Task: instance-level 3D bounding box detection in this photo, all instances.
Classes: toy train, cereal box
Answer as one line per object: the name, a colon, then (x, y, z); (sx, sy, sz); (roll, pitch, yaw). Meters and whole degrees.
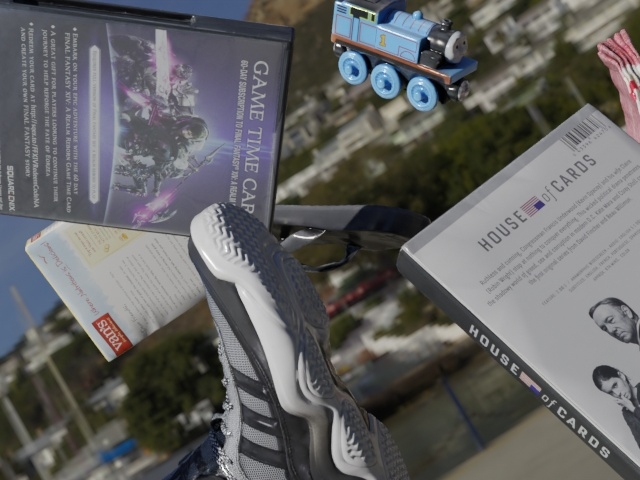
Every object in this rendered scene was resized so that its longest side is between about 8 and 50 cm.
toy train: (0.094, -0.221, 1.575); (0.080, 0.184, 0.105); (-34, -41, -44)
cereal box: (-0.199, 0.007, 1.596); (0.240, 0.173, 0.047); (-33, 17, 1)

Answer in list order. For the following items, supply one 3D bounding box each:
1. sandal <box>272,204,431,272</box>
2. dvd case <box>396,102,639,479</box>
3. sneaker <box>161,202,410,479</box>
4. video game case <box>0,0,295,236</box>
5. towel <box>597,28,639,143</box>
sandal: (0.000, 0.000, 1.325); (0.097, 0.054, 0.254); (16, -10, -34)
dvd case: (0.190, 0.040, 0.804); (0.179, 0.238, 0.029); (-36, -23, -27)
sneaker: (-0.053, 0.116, 0.887); (0.153, 0.268, 0.101); (-25, 16, 12)
video game case: (-0.165, -0.090, 1.029); (0.026, 0.274, 0.196); (-87, 4, -50)
towel: (0.379, -0.036, 1.426); (0.037, 0.329, 0.237); (-23, -41, 9)
